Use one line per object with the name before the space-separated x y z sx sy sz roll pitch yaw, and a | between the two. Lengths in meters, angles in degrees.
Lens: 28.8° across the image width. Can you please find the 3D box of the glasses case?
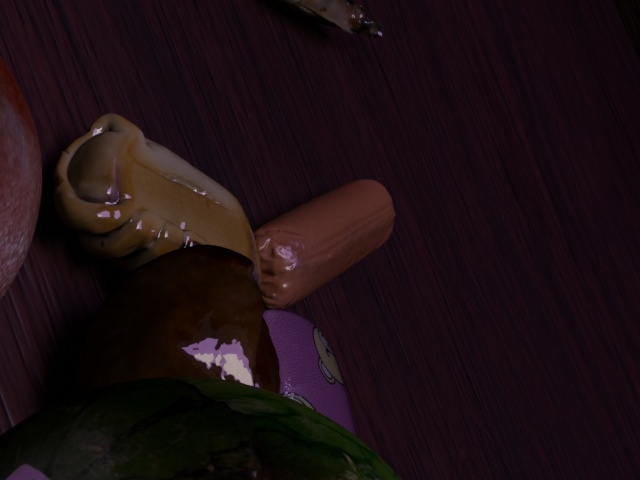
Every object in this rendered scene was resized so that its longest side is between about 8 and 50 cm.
glasses case | -0.013 0.214 1.133 0.123 0.076 0.316 19 53 -50

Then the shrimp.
shrimp | -0.025 -0.328 1.523 0.254 0.059 0.145 19 44 -45

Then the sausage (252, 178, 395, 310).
sausage | 0.000 -0.001 1.295 0.289 0.086 0.086 -29 94 -59

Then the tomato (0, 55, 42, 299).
tomato | -0.292 -0.049 0.739 0.270 0.227 0.270 37 38 -37

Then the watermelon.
watermelon | -0.077 0.251 0.757 0.363 0.363 0.363 36 41 -40

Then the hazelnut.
hazelnut | -0.104 0.098 0.977 0.160 0.170 0.202 49 49 -29

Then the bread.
bread | -0.141 -0.015 1.092 0.225 0.081 0.134 34 38 -40
